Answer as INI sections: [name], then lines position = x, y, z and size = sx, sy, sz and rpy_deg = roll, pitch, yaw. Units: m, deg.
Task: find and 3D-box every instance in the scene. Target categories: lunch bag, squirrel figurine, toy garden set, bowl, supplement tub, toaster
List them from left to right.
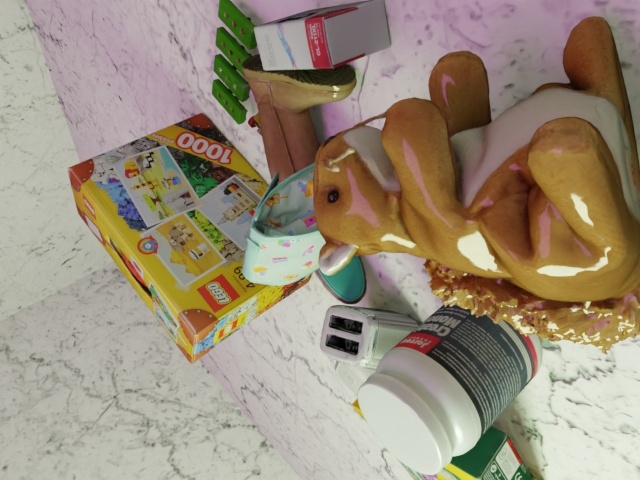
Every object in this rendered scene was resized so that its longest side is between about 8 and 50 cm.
[toy garden set]
position = -0.140, -0.336, 1.095
size = 0.204, 0.049, 0.244
rpy_deg = 49, 148, 17
[lunch bag]
position = -0.030, -0.031, 0.985
size = 0.160, 0.262, 0.223
rpy_deg = 57, 156, 13
[bowl]
position = 0.094, 0.346, 1.389
size = 0.142, 0.053, 0.142
rpy_deg = 44, 148, 19
[toaster]
position = 0.103, 0.206, 1.113
size = 0.227, 0.146, 0.129
rpy_deg = 5, 83, 55
[supplement tub]
position = 0.214, 0.223, 0.874
size = 0.191, 0.272, 0.191
rpy_deg = 36, 143, 32
[squirrel figurine]
position = 0.178, -0.015, 0.649
size = 0.370, 0.281, 0.397
rpy_deg = -10, 129, 37

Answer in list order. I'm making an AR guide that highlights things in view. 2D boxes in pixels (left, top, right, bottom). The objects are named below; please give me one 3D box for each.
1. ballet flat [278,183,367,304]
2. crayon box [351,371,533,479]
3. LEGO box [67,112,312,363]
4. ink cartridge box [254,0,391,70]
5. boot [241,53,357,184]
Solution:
[ballet flat]
position = 0.000, 0.000, 1.174
size = 0.316, 0.108, 0.106
rpy_deg = 60, 170, 5
[crayon box]
position = 0.273, 0.455, 1.090
size = 0.313, 0.106, 0.363
rpy_deg = 16, 147, 50
[LEGO box]
position = -0.300, -0.024, 1.295
size = 0.500, 0.372, 0.193
rpy_deg = 48, 148, 15
[ink cartridge box]
position = -0.001, -0.316, 0.824
size = 0.175, 0.127, 0.072
rpy_deg = 19, 132, 47
[boot]
position = -0.022, -0.210, 1.007
size = 0.236, 0.089, 0.269
rpy_deg = 21, 143, 30
